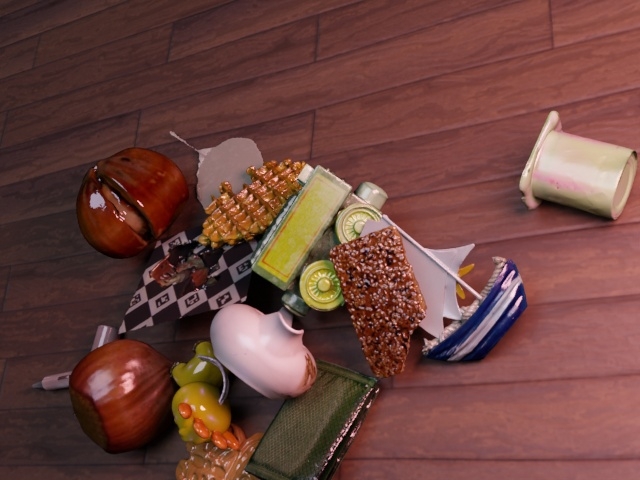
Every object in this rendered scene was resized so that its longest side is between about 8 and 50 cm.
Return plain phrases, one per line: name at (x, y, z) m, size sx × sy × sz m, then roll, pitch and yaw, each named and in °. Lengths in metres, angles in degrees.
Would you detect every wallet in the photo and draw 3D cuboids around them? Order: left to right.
wallet at (-0.012, 0.320, 1.430) m, size 0.160 × 0.055 × 0.236 m, roll 15°, pitch 61°, yaw 39°

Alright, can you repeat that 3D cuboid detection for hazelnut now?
hazelnut at (-0.382, 0.298, 1.625) m, size 0.186 × 0.210 × 0.210 m, roll -31°, pitch 52°, yaw 46°
hazelnut at (-0.405, -0.086, 1.778) m, size 0.251 × 0.217 × 0.217 m, roll -43°, pitch 49°, yaw -20°

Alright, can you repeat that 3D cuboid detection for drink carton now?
drink carton at (0.416, -0.104, 1.329) m, size 0.142 × 0.144 × 0.146 m, roll 19°, pitch 80°, yaw 27°

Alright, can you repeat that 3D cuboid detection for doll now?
doll at (-0.207, 0.293, 1.516) m, size 0.135 × 0.143 × 0.221 m, roll -41°, pitch 29°, yaw 9°

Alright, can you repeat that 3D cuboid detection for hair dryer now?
hair dryer at (-0.533, 0.279, 1.805) m, size 0.221 × 0.054 × 0.195 m, roll -2°, pitch 67°, yaw 39°

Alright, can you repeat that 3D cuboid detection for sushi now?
sushi at (-0.229, 0.070, 1.648) m, size 0.292 × 0.059 × 0.294 m, roll -17°, pitch 35°, yaw 23°

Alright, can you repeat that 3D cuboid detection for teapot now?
teapot at (-0.093, 0.179, 1.443) m, size 0.139 × 0.204 × 0.298 m, roll -55°, pitch 8°, yaw -4°

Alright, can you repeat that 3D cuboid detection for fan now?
fan at (-0.244, -0.176, 1.845) m, size 0.310 × 0.010 × 0.182 m, roll 38°, pitch 90°, yaw 35°

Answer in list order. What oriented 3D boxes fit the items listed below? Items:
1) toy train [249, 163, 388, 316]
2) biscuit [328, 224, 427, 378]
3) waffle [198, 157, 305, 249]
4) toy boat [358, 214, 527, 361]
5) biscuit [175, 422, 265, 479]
toy train at (0.000, 0.000, 1.481) m, size 0.188 × 0.159 × 0.271 m, roll 34°, pitch 92°, yaw 0°
biscuit at (0.105, 0.104, 1.365) m, size 0.131 × 0.026 × 0.236 m, roll -20°, pitch 88°, yaw 27°
waffle at (-0.128, -0.076, 1.657) m, size 0.232 × 0.051 × 0.228 m, roll -7°, pitch 40°, yaw 32°
toy boat at (0.179, 0.065, 1.358) m, size 0.291 × 0.067 × 0.220 m, roll 38°, pitch 112°, yaw 10°
biscuit at (-0.146, 0.427, 1.493) m, size 0.289 × 0.044 × 0.201 m, roll 20°, pitch 81°, yaw 35°
